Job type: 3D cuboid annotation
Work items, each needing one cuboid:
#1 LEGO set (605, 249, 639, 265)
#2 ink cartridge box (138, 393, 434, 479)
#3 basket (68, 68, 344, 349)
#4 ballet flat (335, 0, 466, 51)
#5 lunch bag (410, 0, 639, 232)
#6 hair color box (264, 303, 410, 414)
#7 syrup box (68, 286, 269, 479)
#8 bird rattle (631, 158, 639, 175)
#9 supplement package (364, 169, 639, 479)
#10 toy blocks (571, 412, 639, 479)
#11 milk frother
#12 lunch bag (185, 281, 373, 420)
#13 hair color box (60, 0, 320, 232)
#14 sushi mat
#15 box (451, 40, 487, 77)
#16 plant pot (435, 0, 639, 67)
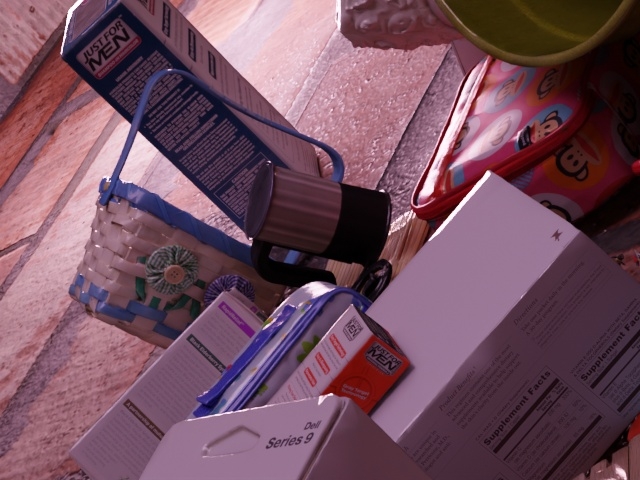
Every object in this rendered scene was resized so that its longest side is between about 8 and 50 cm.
[{"bbox_3d":[0.274,0.019,1.505,0.083,0.054,0.023,-14,74,53],"label":"LEGO set"},{"bbox_3d":[0.021,0.246,1.201,0.211,0.289,0.121,-18,33,50],"label":"ink cartridge box"},{"bbox_3d":[-0.128,-0.016,2.035,0.201,0.255,0.289,8,75,66],"label":"basket"},{"bbox_3d":[0.212,-0.290,1.847,0.409,0.147,0.147,-19,13,-21],"label":"ballet flat"},{"bbox_3d":[0.207,-0.108,1.767,0.258,0.120,0.293,-32,22,39],"label":"lunch bag"},{"bbox_3d":[0.002,0.124,1.399,0.141,0.043,0.072,-50,21,6],"label":"hair color box"},{"bbox_3d":[-0.142,0.162,1.887,0.237,0.096,0.093,-45,0,2],"label":"syrup box"},{"bbox_3d":[0.355,-0.114,1.551,0.253,0.143,0.207,-59,10,-1],"label":"bird rattle"},{"bbox_3d":[0.128,0.105,1.441,0.262,0.145,0.204,-48,21,2],"label":"supplement package"},{"bbox_3d":[0.297,0.118,1.136,0.381,0.191,0.261,-37,11,19],"label":"toy blocks"},{"bbox_3d":[0.000,0.000,1.855,0.143,0.135,0.129,-148,71,-72],"label":"milk frother"},{"bbox_3d":[-0.007,0.155,1.581,0.219,0.176,0.090,-49,21,-13],"label":"lunch bag"},{"bbox_3d":[-0.152,-0.163,2.195,0.105,0.347,0.174,-40,21,13],"label":"hair color box"},{"bbox_3d":[0.026,0.086,1.867,0.151,0.019,0.316,-29,26,38],"label":"sushi mat"},{"bbox_3d":[0.141,-0.330,2.005,0.058,0.322,0.232,-17,28,13],"label":"box"},{"bbox_3d":[0.311,-0.359,1.645,0.353,0.366,0.366,-12,2,-32],"label":"plant pot"}]
